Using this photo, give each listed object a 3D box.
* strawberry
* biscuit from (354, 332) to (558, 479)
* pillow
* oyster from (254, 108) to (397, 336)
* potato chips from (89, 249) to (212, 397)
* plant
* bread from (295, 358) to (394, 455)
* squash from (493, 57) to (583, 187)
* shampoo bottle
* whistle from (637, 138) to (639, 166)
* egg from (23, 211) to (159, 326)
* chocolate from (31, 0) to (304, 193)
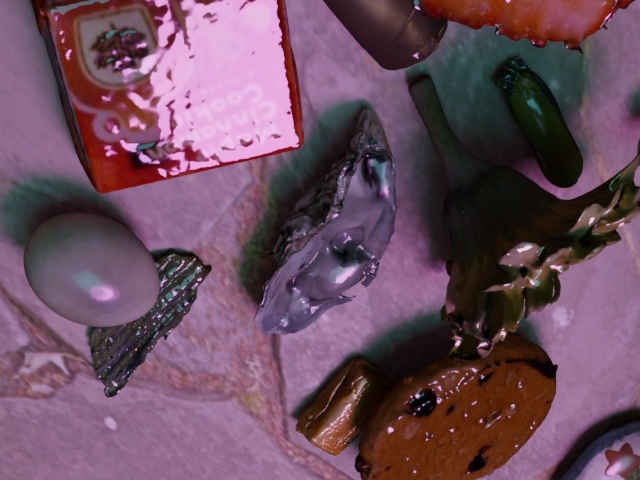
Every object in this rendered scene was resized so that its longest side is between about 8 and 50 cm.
[{"bbox_3d":[0.191,-0.327,1.004,0.280,0.150,0.253,7,127,-38],"label":"strawberry"},{"bbox_3d":[0.173,0.229,1.409,0.296,0.075,0.295,-18,136,-18],"label":"biscuit"},{"bbox_3d":[0.445,0.354,1.603,0.214,0.086,0.233,13,117,-37],"label":"pillow"},{"bbox_3d":[0.001,0.002,1.207,0.199,0.087,0.252,-24,135,-12],"label":"oyster"},{"bbox_3d":[-0.210,0.091,1.243,0.092,0.028,0.207,32,109,-31],"label":"potato chips"},{"bbox_3d":[0.182,-0.002,1.143,0.297,0.261,0.306,35,144,-23],"label":"plant"},{"bbox_3d":[0.033,0.213,1.387,0.074,0.053,0.132,29,109,-32],"label":"bread"},{"bbox_3d":[0.250,-0.127,1.219,0.052,0.052,0.183,-31,124,6],"label":"squash"},{"bbox_3d":[0.011,-0.287,0.989,0.084,0.125,0.350,-7,147,32],"label":"shampoo bottle"},{"bbox_3d":[0.495,-0.137,1.249,0.289,0.106,0.131,-15,129,-8],"label":"whistle"},{"bbox_3d":[-0.236,0.032,1.138,0.152,0.114,0.114,32,110,-37],"label":"egg"},{"bbox_3d":[-0.135,-0.171,1.032,0.238,0.108,0.234,-14,128,-9],"label":"chocolate"}]
